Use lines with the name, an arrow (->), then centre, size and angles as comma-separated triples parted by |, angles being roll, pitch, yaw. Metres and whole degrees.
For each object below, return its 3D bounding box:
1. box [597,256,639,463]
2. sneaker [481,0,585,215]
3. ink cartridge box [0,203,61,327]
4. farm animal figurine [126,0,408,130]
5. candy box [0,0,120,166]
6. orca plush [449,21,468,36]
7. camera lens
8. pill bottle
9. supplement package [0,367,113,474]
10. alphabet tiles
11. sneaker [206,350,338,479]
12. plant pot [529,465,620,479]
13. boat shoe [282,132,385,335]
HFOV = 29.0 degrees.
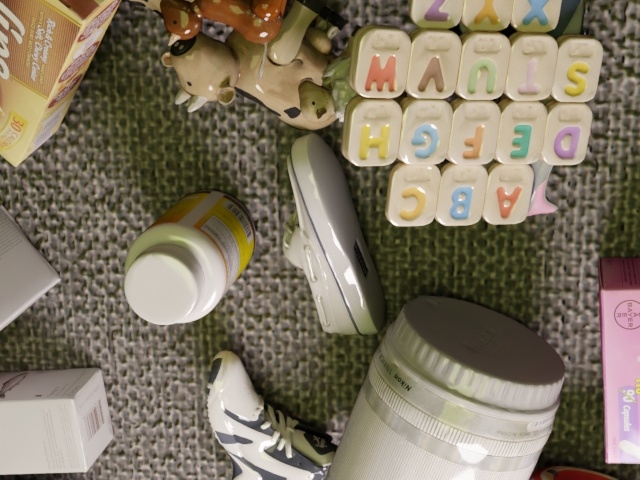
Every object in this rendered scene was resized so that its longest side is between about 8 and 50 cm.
box -> 0.441, 0.134, 1.401 | 0.243, 0.117, 0.213 | -1, 107, 11
sneaker -> 0.249, -0.176, 1.365 | 0.131, 0.112, 0.319 | 14, 110, -17
ink cartridge box -> -0.500, 0.118, 1.480 | 0.272, 0.309, 0.130 | -36, 97, 19
farm animal figurine -> -0.090, -0.213, 1.342 | 0.327, 0.330, 0.172 | 27, 100, -28
candy box -> -0.348, -0.235, 1.378 | 0.183, 0.087, 0.316 | 40, 143, -3
orca plush -> 0.134, -0.304, 1.308 | 0.102, 0.151, 0.287 | 3, 106, 10
camera lens -> 0.141, 0.230, 1.435 | 0.219, 0.219, 0.274 | 22, 110, 4
pill bottle -> -0.153, 0.022, 1.431 | 0.117, 0.215, 0.117 | 3, 107, 11
supplement package -> -0.376, 0.234, 1.600 | 0.179, 0.105, 0.105 | -4, 106, 12
alphabet tiles -> 0.160, -0.146, 1.267 | 0.284, 0.021, 0.278 | -2, 111, -23
sneaker -> -0.047, 0.238, 1.543 | 0.153, 0.094, 0.235 | -7, 106, 12
plant pot -> 0.304, 0.371, 1.470 | 0.191, 0.191, 0.174 | 14, 100, 7
boat shoe -> 0.000, 0.000, 1.450 | 0.088, 0.096, 0.267 | -9, 125, 21
